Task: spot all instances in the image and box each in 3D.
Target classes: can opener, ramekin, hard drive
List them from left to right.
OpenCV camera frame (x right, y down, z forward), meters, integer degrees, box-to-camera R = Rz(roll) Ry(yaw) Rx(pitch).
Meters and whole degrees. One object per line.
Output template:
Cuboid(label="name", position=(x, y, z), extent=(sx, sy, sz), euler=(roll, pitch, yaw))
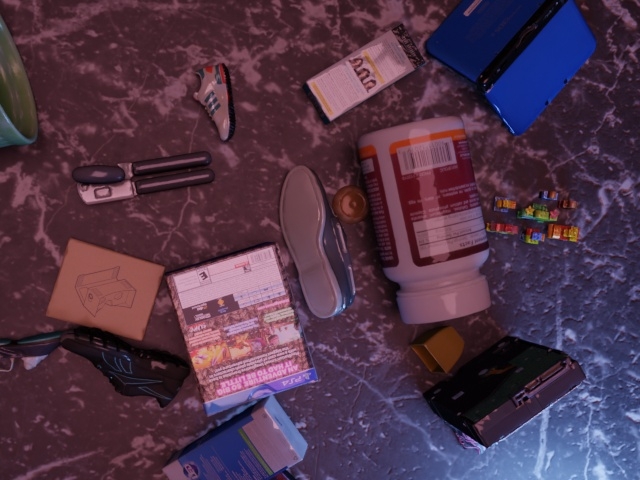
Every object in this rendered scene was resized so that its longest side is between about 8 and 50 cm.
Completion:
Cuboid(label="ramekin", position=(-0.654, -0.303, 1.697), extent=(0.148, 0.303, 0.303), euler=(-17, 93, -1))
Cuboid(label="can opener", position=(-0.353, -0.127, 1.849), extent=(0.280, 0.093, 0.074), euler=(-10, 91, -14))
Cuboid(label="hard drive", position=(0.357, 0.294, 1.833), extent=(0.237, 0.339, 0.064), euler=(-34, 95, -8))

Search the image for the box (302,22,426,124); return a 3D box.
Cuboid(label="box", position=(0.091, -0.350, 1.930), extent=(0.244, 0.060, 0.100), euler=(-32, 95, -8))

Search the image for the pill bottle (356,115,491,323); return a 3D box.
Cuboid(label="pill bottle", position=(0.219, -0.041, 1.869), extent=(0.224, 0.224, 0.392), euler=(-12, 92, -9))

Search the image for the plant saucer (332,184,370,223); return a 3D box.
Cuboid(label="plant saucer", position=(0.067, -0.076, 1.950), extent=(0.083, 0.015, 0.083), euler=(0, 90, -9))

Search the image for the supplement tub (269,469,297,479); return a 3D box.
Cuboid(label="supplement tub", position=(-0.125, 0.558, 1.873), extent=(0.198, 0.106, 0.106), euler=(-45, 96, -6))

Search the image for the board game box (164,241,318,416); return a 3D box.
Cuboid(label="board game box", position=(-0.163, 0.171, 1.848), extent=(0.232, 0.141, 0.291), euler=(-16, 93, -9))

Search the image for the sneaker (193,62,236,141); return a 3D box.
Cuboid(label="sneaker", position=(-0.220, -0.281, 1.890), extent=(0.075, 0.057, 0.161), euler=(-6, 92, 8))

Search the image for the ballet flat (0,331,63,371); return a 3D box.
Cuboid(label="ballet flat", position=(-0.602, 0.223, 1.816), extent=(0.203, 0.074, 0.074), euler=(-5, 91, -8))

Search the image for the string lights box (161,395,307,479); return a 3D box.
Cuboid(label="string lights box", position=(-0.172, 0.434, 1.836), extent=(0.260, 0.077, 0.133), euler=(-33, 95, 14))

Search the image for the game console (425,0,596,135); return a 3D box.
Cuboid(label="game console", position=(0.418, -0.425, 2.001), extent=(0.250, 0.173, 0.293), euler=(39, 83, 24))

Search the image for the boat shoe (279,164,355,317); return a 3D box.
Cuboid(label="boat shoe", position=(0.000, 0.000, 1.915), extent=(0.099, 0.116, 0.319), euler=(-7, 82, -52))

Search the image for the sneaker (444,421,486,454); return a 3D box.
Cuboid(label="sneaker", position=(0.313, 0.422, 1.978), extent=(0.119, 0.047, 0.057), euler=(29, 97, -7))

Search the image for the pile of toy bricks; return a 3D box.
Cuboid(label="pile of toy bricks", position=(0.471, -0.052, 1.969), extent=(0.212, 0.105, 0.118), euler=(7, 89, -9))

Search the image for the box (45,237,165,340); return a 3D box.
Cuboid(label="box", position=(-0.435, 0.102, 1.866), extent=(0.201, 0.021, 0.164), euler=(17, 87, -9))

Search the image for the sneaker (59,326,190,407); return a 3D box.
Cuboid(label="sneaker", position=(-0.395, 0.253, 1.822), extent=(0.267, 0.101, 0.106), euler=(23, 97, -18))

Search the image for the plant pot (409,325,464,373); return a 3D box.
Cuboid(label="plant pot", position=(0.257, 0.226, 1.950), extent=(0.083, 0.081, 0.081), euler=(-40, 96, -17))
